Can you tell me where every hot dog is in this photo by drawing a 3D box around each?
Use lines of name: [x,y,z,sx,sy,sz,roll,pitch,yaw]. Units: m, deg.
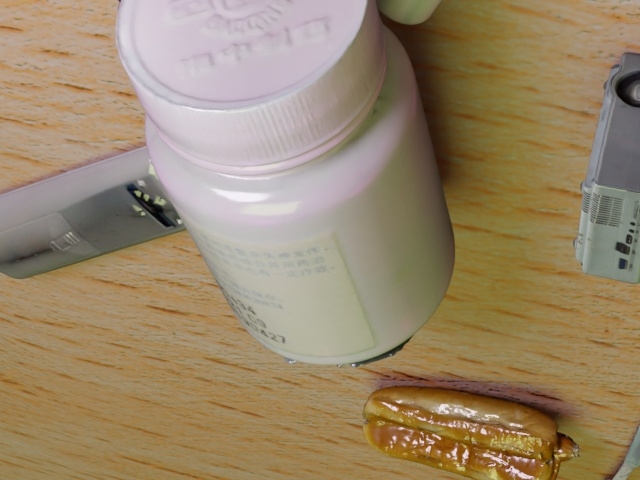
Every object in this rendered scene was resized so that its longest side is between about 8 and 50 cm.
hot dog: [0.165,0.213,1.553,0.249,0.076,0.102,9,115,25]

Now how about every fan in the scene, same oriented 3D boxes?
fan: [0.347,0.207,1.513,0.057,0.023,0.282,18,142,0]

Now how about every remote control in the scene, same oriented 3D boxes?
remote control: [-0.252,-0.017,1.477,0.313,0.055,0.109,-15,132,37]

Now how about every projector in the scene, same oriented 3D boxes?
projector: [0.241,-0.059,1.114,0.061,0.147,0.115,11,143,12]

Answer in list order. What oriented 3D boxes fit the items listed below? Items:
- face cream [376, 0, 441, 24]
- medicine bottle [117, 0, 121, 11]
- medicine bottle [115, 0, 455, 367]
face cream: [0.108,-0.250,0.989,0.082,0.082,0.269,26,142,-8]
medicine bottle: [-0.259,-0.339,1.035,0.426,0.108,0.108,42,138,-24]
medicine bottle: [-0.017,-0.065,1.128,0.213,0.213,0.378,7,152,17]
